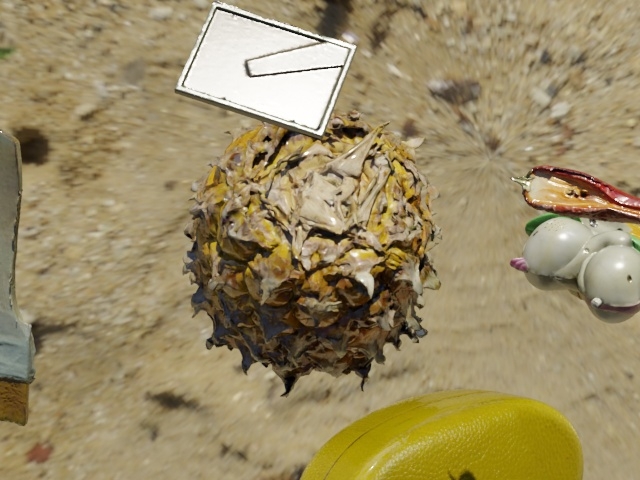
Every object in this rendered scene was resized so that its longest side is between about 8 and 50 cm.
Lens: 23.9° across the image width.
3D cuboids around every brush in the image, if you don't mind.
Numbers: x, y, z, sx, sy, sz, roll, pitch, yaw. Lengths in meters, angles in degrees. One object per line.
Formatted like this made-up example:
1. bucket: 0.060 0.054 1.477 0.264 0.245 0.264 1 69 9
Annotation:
1. brush: -0.334 0.041 1.577 0.085 0.020 0.336 10 115 6

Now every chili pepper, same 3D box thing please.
1. chili pepper: 0.270 -0.039 1.457 0.178 0.027 0.045 13 88 15

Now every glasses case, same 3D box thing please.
1. glasses case: 0.134 0.272 1.780 0.371 0.141 0.173 -13 99 -34

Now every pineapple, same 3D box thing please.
1. pineapple: -0.002 0.002 1.888 0.352 0.300 0.352 3 67 -8

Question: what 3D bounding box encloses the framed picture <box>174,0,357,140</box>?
1. framed picture: -0.051 -0.163 1.439 0.149 0.011 0.109 19 65 5

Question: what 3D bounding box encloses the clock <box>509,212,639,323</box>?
1. clock: 0.338 0.028 1.857 0.231 0.144 0.103 25 134 40
